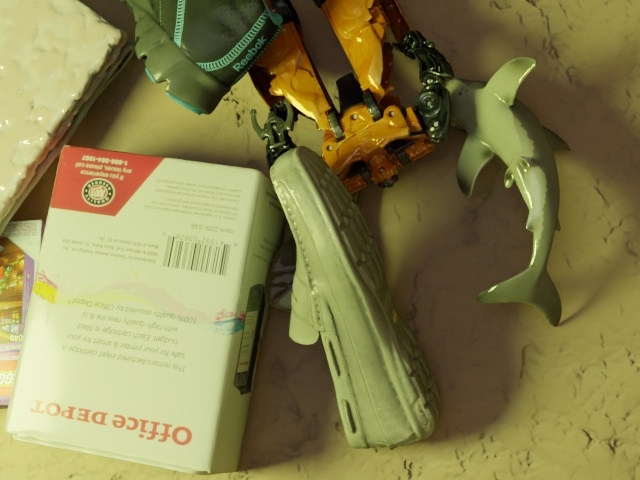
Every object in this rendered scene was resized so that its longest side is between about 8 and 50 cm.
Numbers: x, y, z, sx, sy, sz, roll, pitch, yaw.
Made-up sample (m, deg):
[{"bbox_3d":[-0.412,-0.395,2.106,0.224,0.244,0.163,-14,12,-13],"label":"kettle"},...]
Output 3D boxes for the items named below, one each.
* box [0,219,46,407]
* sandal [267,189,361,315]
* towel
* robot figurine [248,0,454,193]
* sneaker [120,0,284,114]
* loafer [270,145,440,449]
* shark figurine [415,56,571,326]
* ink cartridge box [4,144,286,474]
[{"bbox_3d":[-0.434,0.085,1.537,0.293,0.057,0.201,-2,79,13],"label":"box"},{"bbox_3d":[0.000,0.000,1.459,0.072,0.049,0.180,15,70,10],"label":"sandal"},{"bbox_3d":[-0.412,-0.166,1.540,0.317,0.053,0.332,33,84,19],"label":"towel"},{"bbox_3d":[0.020,-0.176,1.443,0.211,0.085,0.291,-28,69,11],"label":"robot figurine"},{"bbox_3d":[-0.153,-0.284,1.472,0.139,0.125,0.341,-40,60,12],"label":"sneaker"},{"bbox_3d":[0.015,0.064,1.364,0.111,0.112,0.319,-19,102,16],"label":"loafer"},{"bbox_3d":[0.213,-0.067,1.395,0.166,0.116,0.278,-38,62,39],"label":"shark figurine"},{"bbox_3d":[-0.174,0.071,1.441,0.226,0.131,0.306,9,85,14],"label":"ink cartridge box"}]
